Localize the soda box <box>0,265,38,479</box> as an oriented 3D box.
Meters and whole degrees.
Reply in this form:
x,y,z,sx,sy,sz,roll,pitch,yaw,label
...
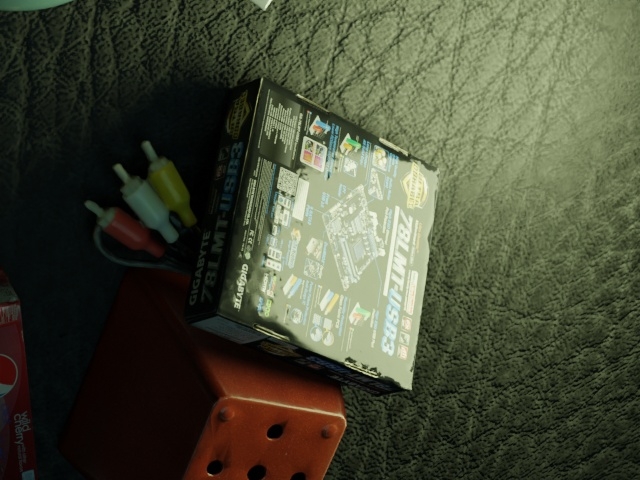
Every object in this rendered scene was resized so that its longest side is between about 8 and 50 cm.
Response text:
x,y,z,sx,sy,sz,roll,pitch,yaw,label
-0.383,0.168,1.836,0.083,0.092,0.263,-11,120,-22,soda box

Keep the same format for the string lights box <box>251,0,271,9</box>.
x,y,z,sx,sy,sz,roll,pitch,yaw,label
-0.036,-0.388,1.705,0.076,0.133,0.260,32,98,-36,string lights box

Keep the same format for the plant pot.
x,y,z,sx,sy,sz,roll,pitch,yaw,label
-0.119,0.218,1.912,0.267,0.236,0.267,13,108,-32,plant pot

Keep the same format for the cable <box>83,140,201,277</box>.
x,y,z,sx,sy,sz,roll,pitch,yaw,label
-0.152,0.023,1.855,0.139,0.072,0.287,-45,104,4,cable

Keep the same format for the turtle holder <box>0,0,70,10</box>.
x,y,z,sx,sy,sz,roll,pitch,yaw,label
-0.309,-0.317,1.514,0.243,0.227,0.320,51,46,-5,turtle holder

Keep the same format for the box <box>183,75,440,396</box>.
x,y,z,sx,sy,sz,roll,pitch,yaw,label
0.000,0.000,1.868,0.293,0.073,0.295,24,65,-36,box
